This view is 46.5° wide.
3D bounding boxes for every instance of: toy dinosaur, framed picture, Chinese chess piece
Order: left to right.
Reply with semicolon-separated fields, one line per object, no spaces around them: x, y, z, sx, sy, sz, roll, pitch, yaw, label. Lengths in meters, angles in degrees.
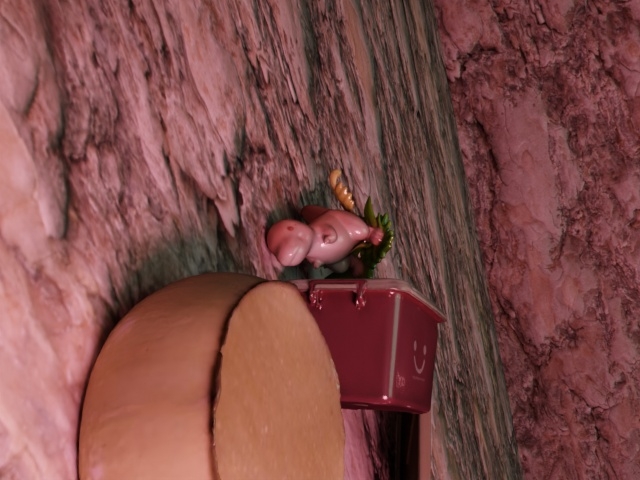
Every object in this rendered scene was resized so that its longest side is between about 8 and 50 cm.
-0.085;0.198;0.732;0.338;0.140;0.338;-9;90;-71;Chinese chess piece
-0.003;0.004;1.099;0.177;0.152;0.194;21;37;-18;toy dinosaur
0.159;0.354;1.310;0.335;0.022;0.248;94;2;-55;framed picture

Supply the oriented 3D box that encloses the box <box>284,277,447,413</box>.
0.066;0.162;1.097;0.294;0.193;0.168;36;57;-63;box
